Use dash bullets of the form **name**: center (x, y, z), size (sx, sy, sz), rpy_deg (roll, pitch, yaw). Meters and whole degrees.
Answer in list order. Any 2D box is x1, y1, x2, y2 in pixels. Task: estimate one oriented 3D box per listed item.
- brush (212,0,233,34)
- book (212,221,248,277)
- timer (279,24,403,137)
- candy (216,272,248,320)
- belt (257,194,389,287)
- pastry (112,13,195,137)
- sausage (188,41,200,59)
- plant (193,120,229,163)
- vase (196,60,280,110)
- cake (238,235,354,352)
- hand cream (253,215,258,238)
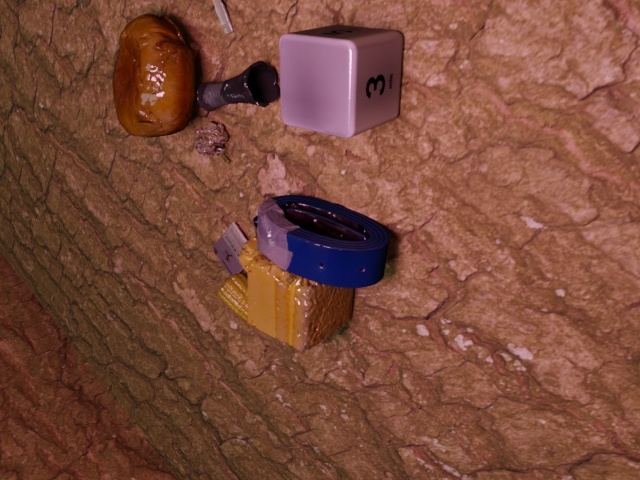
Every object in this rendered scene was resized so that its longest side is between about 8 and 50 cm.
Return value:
- **brush**: center (-0.262, -0.615, 1.496), size (0.033, 0.030, 0.179), rpy_deg (-9, 116, 26)
- **book**: center (-0.270, 0.034, 1.826), size (0.127, 0.014, 0.181), rpy_deg (55, 140, 6)
- **timer**: center (0.044, -0.344, 1.255), size (0.194, 0.195, 0.193), rpy_deg (20, 123, 33)
- **candy**: center (-0.222, 0.198, 1.820), size (0.199, 0.106, 0.094), rpy_deg (47, 152, 7)
- **belt**: center (0.000, 0.000, 1.456), size (0.346, 0.212, 0.117), rpy_deg (22, 126, 25)
- **pastry**: center (-0.465, -0.442, 1.619), size (0.356, 0.163, 0.356), rpy_deg (18, 113, 50)
- **sausage**: center (-0.368, -0.501, 1.638), size (0.031, 0.031, 0.107), rpy_deg (51, 134, 8)
- **plant**: center (-0.300, -0.274, 1.683), size (0.122, 0.104, 0.116), rpy_deg (49, -176, -34)
- **vase**: center (-0.223, -0.389, 1.530), size (0.237, 0.115, 0.116), rpy_deg (3, 113, 45)
- **cake**: center (-0.079, 0.119, 1.578), size (0.286, 0.222, 0.228), rpy_deg (21, 121, 31)
- **hand cream**: center (-0.167, 0.005, 1.725), size (0.062, 0.039, 0.163), rpy_deg (15, 126, 33)
